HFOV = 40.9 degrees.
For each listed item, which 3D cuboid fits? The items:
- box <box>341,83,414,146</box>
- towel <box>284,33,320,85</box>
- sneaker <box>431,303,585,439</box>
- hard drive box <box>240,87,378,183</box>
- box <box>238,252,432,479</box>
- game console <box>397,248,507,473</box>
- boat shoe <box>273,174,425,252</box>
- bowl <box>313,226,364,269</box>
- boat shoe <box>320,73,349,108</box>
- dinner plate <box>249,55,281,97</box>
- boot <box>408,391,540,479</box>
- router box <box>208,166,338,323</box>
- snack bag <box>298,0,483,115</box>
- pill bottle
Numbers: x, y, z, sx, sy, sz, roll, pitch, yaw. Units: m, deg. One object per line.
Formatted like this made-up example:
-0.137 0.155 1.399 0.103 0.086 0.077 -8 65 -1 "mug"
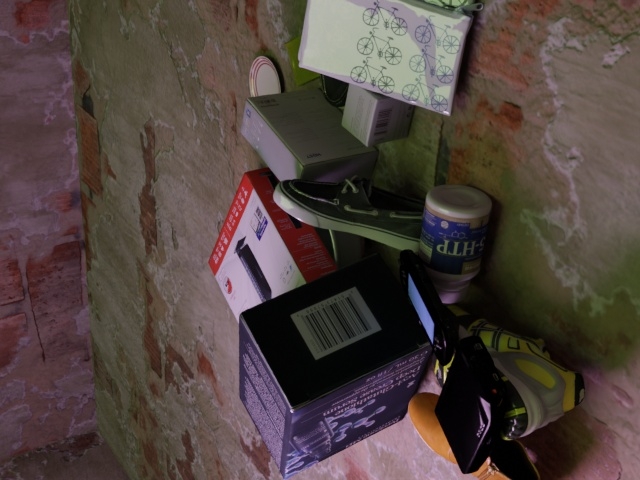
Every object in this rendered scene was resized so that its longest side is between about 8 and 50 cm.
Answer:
0.107 -0.242 1.575 0.087 0.102 0.101 45 138 37 "box"
-0.002 -0.391 1.767 0.237 0.021 0.102 -8 95 59 "towel"
0.295 0.209 1.442 0.384 0.147 0.145 -130 33 -65 "sneaker"
-0.026 -0.200 1.731 0.232 0.181 0.089 52 142 35 "hard drive box"
0.016 0.253 1.657 0.212 0.294 0.395 58 160 26 "box"
0.198 0.179 1.394 0.213 0.044 0.361 97 157 -48 "game console"
0.067 -0.071 1.575 0.108 0.301 0.102 -72 1 -57 "boat shoe"
0.000 0.000 1.815 0.298 0.134 0.297 28 125 51 "bowl"
0.037 -0.398 1.590 0.127 0.113 0.340 38 130 29 "boat shoe"
-0.124 -0.354 1.981 0.141 0.017 0.141 29 127 49 "dinner plate"
0.266 0.337 1.494 0.295 0.104 0.211 42 163 28 "boot"
-0.104 0.064 1.800 0.301 0.082 0.335 60 145 24 "router box"
0.115 -0.413 1.435 0.323 0.037 0.342 25 122 24 "snack bag"
0.226 0.008 1.478 0.112 0.112 0.186 38 133 46 "pill bottle"
